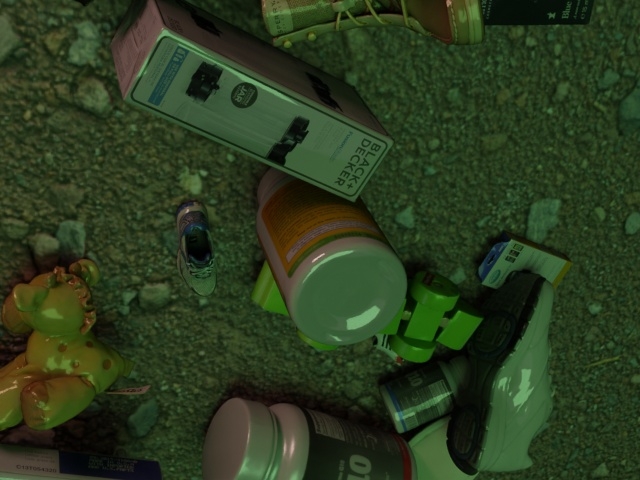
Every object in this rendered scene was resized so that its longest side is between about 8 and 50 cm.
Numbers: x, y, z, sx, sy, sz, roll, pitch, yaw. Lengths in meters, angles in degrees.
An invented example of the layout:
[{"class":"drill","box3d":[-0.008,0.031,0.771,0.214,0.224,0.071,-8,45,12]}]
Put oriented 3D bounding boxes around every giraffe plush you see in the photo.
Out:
[{"class":"giraffe plush","box3d":[-0.327,0.118,1.192,0.210,0.181,0.170,-11,103,2]}]

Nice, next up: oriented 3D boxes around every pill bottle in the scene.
[{"class":"pill bottle","box3d":[-0.016,0.327,1.407,0.283,0.161,0.161,21,113,-28]},{"class":"pill bottle","box3d":[0.163,0.225,1.453,0.137,0.078,0.078,-23,125,-3]},{"class":"pill bottle","box3d":[0.000,0.000,1.156,0.136,0.246,0.136,-9,123,-13]}]

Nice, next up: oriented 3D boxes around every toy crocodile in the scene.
[{"class":"toy crocodile","box3d":[0.071,0.084,1.331,0.340,0.105,0.115,11,116,-19]}]

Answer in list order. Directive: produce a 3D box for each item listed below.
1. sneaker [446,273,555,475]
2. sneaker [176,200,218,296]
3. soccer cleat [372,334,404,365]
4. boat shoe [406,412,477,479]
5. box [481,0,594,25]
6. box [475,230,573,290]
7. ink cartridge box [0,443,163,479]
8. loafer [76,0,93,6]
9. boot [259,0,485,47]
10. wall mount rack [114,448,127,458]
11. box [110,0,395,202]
[{"class":"sneaker","box3d":[0.276,0.192,1.396,0.129,0.111,0.297,13,97,-27]},{"class":"sneaker","box3d":[-0.156,0.022,1.234,0.052,0.058,0.135,-14,125,-9]},{"class":"soccer cleat","box3d":[0.095,0.151,1.417,0.035,0.029,0.083,-22,122,7]},{"class":"boat shoe","box3d":[0.161,0.358,1.520,0.109,0.091,0.305,39,110,3]},{"class":"box","box3d":[0.235,-0.333,1.119,0.158,0.093,0.156,-4,122,-14]},{"class":"box","box3d":[0.287,0.039,1.408,0.136,0.028,0.081,21,113,-25]},{"class":"ink cartridge box","box3d":[-0.401,0.404,1.245,0.324,0.071,0.330,13,116,-24]},{"class":"loafer","box3d":[-0.168,-0.302,1.014,0.220,0.080,0.078,-32,125,3]},{"class":"boot","box3d":[0.042,-0.246,1.009,0.203,0.262,0.095,-14,122,-8]},{"class":"wall mount rack","box3d":[-0.408,0.414,1.355,0.350,0.130,0.304,11,117,-23]},{"class":"box","box3d":[-0.076,-0.163,1.078,0.290,0.169,0.087,21,112,-29]}]
